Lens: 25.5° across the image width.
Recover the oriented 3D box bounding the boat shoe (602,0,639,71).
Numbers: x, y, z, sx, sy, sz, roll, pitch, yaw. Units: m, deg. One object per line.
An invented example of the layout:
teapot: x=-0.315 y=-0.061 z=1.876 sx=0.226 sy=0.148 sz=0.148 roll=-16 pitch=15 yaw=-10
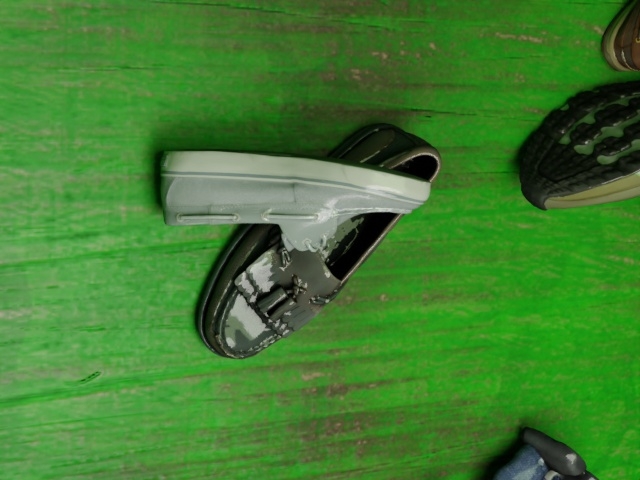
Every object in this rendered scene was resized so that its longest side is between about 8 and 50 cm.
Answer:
boat shoe: x=0.349 y=-0.243 z=1.405 sx=0.064 sy=0.060 sz=0.178 roll=34 pitch=84 yaw=-31

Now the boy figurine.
boy figurine: x=0.155 y=0.318 z=1.407 sx=0.285 sy=0.092 sz=0.177 roll=-47 pitch=122 yaw=-16

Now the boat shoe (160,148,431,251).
boat shoe: x=-0.023 y=-0.031 z=1.195 sx=0.228 sy=0.079 sz=0.081 roll=5 pitch=97 yaw=0

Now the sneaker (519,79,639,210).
sneaker: x=0.385 y=-0.069 z=1.427 sx=0.410 sy=0.158 sz=0.182 roll=-17 pitch=121 yaw=-22

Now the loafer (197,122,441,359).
loafer: x=0.000 y=0.000 z=1.246 sx=0.267 sy=0.084 sz=0.096 roll=-48 pitch=118 yaw=-12
